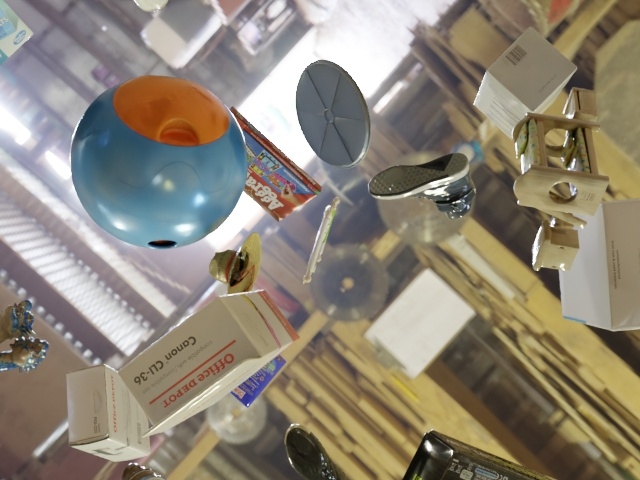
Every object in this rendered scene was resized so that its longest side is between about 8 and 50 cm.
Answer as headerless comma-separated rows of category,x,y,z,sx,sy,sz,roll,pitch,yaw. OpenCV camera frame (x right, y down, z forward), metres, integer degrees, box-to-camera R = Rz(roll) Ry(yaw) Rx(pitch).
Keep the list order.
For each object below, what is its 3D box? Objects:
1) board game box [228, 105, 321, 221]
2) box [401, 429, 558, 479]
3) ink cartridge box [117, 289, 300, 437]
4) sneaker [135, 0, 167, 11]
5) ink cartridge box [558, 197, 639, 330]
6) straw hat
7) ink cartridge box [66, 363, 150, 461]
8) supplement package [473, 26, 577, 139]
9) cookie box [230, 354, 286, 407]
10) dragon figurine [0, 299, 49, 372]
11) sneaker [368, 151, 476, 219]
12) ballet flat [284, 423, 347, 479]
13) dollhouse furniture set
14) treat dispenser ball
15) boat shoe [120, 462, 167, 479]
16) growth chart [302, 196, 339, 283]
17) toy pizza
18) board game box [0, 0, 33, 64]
board game box,-0.146,-0.168,1.919,0.281,0.145,0.027,41,-143,-23
box,0.118,0.260,0.648,0.191,0.184,0.045,26,-179,-30
ink cartridge box,-0.099,0.104,0.755,0.067,0.115,0.198,53,-173,7
sneaker,-0.213,-0.437,1.173,0.123,0.330,0.146,0,135,20
ink cartridge box,0.546,0.027,1.350,0.198,0.270,0.197,-177,83,-84
straw hat,-0.152,0.045,1.405,0.061,0.144,0.144,17,174,14
ink cartridge box,-0.445,0.367,1.772,0.218,0.092,0.158,66,-168,-65
supplement package,0.440,-0.334,1.840,0.134,0.139,0.244,45,176,8
cookie box,-0.128,0.221,1.468,0.040,0.107,0.092,22,157,54
dragon figurine,-0.434,0.168,0.980,0.144,0.289,0.085,2,-126,-52
sneaker,0.233,-0.101,1.867,0.163,0.226,0.086,57,-153,-52
ballet flat,-0.009,0.342,1.302,0.049,0.058,0.173,-94,-22,-58
dollhouse furniture set,0.281,-0.082,1.070,0.101,0.181,0.160,9,134,2
treat dispenser ball,-0.264,-0.128,1.390,0.288,0.288,0.288,42,180,0
boat shoe,-0.176,0.310,0.873,0.066,0.183,0.066,-9,-155,-32
growth chart,0.000,0.000,1.750,0.021,0.171,0.237,17,-171,2
toy pizza,0.026,-0.228,1.514,0.201,0.032,0.201,30,132,40
board game box,-0.737,-0.419,1.565,0.079,0.254,0.336,38,171,29
